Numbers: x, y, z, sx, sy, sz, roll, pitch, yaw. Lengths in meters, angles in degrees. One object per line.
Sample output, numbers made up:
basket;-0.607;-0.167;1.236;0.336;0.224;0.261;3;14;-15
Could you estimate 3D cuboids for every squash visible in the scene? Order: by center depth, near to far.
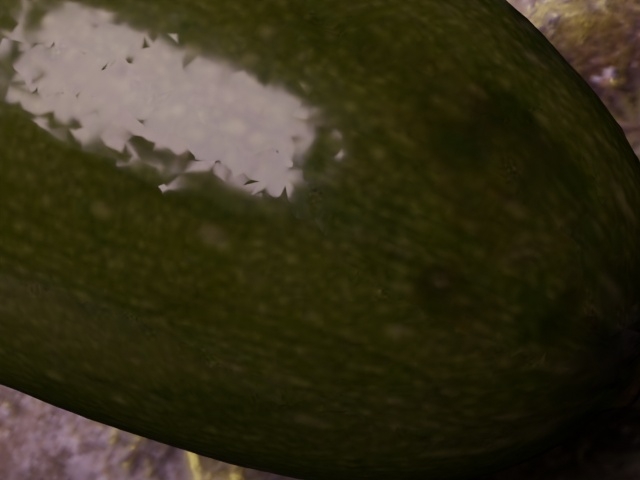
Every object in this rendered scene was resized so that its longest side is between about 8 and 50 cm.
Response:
squash;-0.001;-0.006;0.856;0.309;0.310;0.310;28;77;35
